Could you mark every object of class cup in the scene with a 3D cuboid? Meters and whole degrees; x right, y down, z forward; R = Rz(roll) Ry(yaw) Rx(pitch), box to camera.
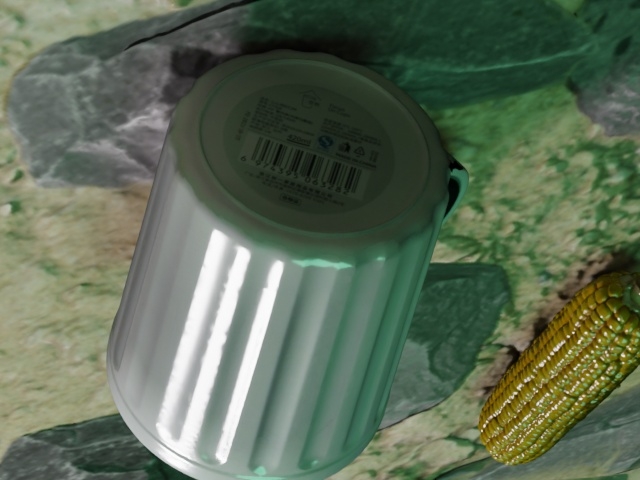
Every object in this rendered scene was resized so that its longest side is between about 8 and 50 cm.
[{"bbox_3d":[-0.015,-0.004,0.989,0.166,0.221,0.202,20,139,2],"label":"cup"}]

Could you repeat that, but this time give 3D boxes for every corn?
[{"bbox_3d":[0.179,0.092,1.279,0.068,0.068,0.207,1,142,-29],"label":"corn"}]

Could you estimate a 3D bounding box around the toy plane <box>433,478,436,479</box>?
[{"bbox_3d":[0.064,0.214,1.443,0.077,0.024,0.084,-28,153,12],"label":"toy plane"}]
